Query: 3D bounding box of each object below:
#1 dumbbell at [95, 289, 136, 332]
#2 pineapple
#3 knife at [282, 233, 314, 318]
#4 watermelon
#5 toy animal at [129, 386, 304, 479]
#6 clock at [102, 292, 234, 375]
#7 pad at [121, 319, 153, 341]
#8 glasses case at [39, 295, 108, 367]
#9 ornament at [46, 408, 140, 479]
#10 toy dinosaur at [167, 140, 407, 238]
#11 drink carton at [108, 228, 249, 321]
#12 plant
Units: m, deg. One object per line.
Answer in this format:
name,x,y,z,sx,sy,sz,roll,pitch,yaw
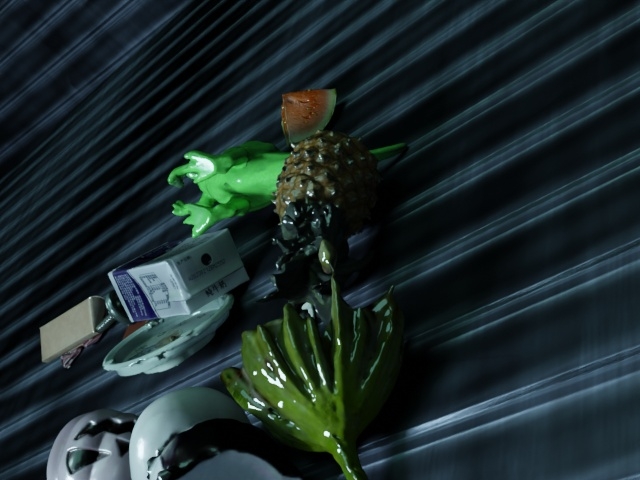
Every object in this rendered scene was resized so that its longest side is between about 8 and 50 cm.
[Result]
dumbbell,-0.336,0.092,1.842,0.254,0.081,0.082,-41,27,20
pineapple,0.000,0.002,1.329,0.165,0.165,0.365,-35,29,31
knife,-0.034,0.067,1.463,0.047,0.017,0.298,-45,30,17
watermelon,-0.030,-0.238,1.773,0.135,0.094,0.125,-41,19,11
toy animal,-0.140,0.276,1.176,0.165,0.187,0.235,-16,20,-23
clock,-0.235,0.159,1.576,0.236,0.053,0.236,-24,13,6
pad,-0.279,0.103,1.833,0.267,0.004,0.181,-25,36,42
glasses case,-0.492,0.198,2.007,0.193,0.070,0.103,-29,61,35
ornament,-0.292,0.326,1.365,0.177,0.177,0.177,-38,28,25
toy dinosaur,-0.056,-0.119,1.708,0.499,0.144,0.374,-7,10,18
drink carton,-0.240,0.059,1.650,0.134,0.102,0.222,-28,9,-36
plant,0.003,0.199,1.065,0.251,0.180,0.333,-49,27,29
